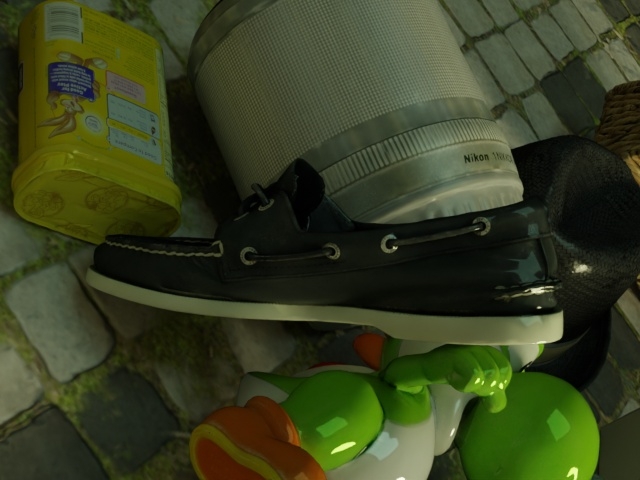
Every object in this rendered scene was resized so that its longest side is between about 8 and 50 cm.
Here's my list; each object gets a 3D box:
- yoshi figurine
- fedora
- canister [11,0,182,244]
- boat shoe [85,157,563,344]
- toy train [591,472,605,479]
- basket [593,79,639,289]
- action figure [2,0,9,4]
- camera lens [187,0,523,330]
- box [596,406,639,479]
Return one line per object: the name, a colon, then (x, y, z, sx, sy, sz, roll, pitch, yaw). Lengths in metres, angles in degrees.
yoshi figurine: (0.080, 0.157, 0.934, 0.362, 0.203, 0.203, -23, 94, -45)
fedora: (0.235, -0.007, 1.299, 0.334, 0.152, 0.334, 28, 44, -32)
canister: (-0.170, -0.089, 0.980, 0.126, 0.073, 0.170, 21, 46, -37)
boat shoe: (-0.001, 0.000, 0.898, 0.127, 0.340, 0.113, -12, 107, -69)
toy train: (0.269, 0.328, 1.059, 0.334, 0.142, 0.190, 35, 27, -25)
basket: (0.466, -0.050, 1.503, 0.299, 0.213, 0.223, 55, 36, -18)
action figure: (-0.289, -0.183, 0.870, 0.185, 0.099, 0.285, 42, 13, -26)
camera lens: (0.028, -0.089, 1.077, 0.219, 0.219, 0.274, -5, 66, -50)
box: (0.401, 0.264, 1.273, 0.232, 0.148, 0.127, 40, 38, -19)
